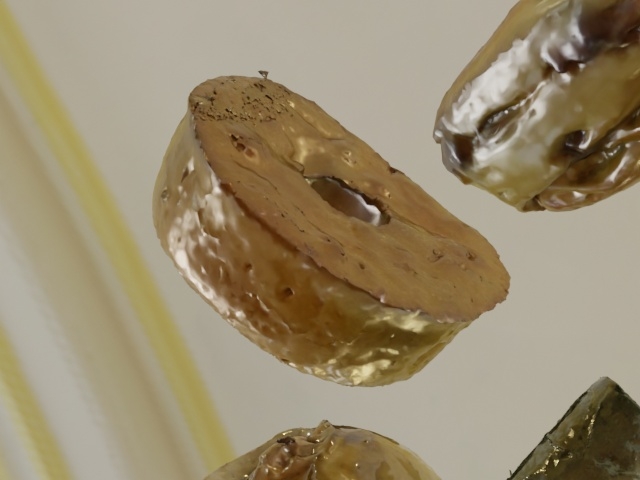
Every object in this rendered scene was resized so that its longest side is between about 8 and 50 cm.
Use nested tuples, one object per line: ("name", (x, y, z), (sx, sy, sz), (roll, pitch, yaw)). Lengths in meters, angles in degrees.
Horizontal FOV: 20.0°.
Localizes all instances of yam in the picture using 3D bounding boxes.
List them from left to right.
("yam", (0.095, 0.131, 0.771), (0.070, 0.070, 0.146), (42, -98, -3))

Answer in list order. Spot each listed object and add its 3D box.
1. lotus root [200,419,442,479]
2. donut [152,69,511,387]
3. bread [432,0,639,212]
("lotus root", (0.023, 0.255, 0.879), (0.169, 0.151, 0.342), (-14, -86, 9))
("donut", (-0.002, -0.002, 1.344), (0.277, 0.277, 0.108), (35, -65, -1))
("bread", (0.158, -0.124, 0.724), (0.099, 0.210, 0.235), (36, -39, -2))
